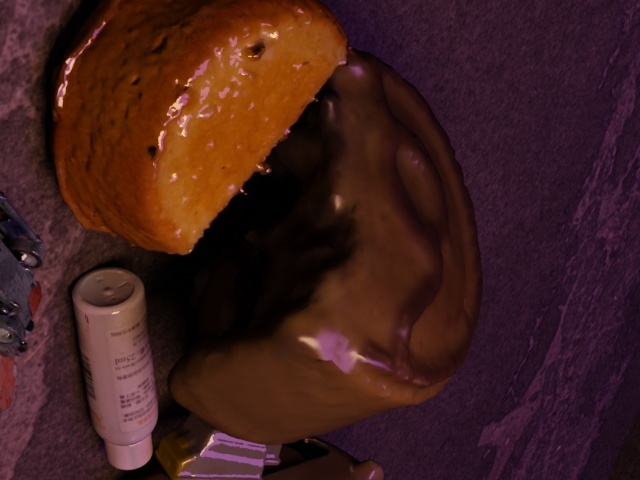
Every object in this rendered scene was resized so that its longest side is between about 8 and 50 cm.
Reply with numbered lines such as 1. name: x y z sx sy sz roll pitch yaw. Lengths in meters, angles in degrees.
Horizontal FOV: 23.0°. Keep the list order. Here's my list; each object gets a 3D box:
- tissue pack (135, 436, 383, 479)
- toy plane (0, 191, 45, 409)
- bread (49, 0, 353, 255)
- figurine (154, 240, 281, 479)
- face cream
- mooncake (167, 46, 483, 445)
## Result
1. tissue pack: -0.091 0.389 1.978 0.387 0.267 0.276 -8 120 -50
2. toy plane: -0.330 0.018 1.465 0.326 0.104 0.223 81 17 -54
3. bread: -0.140 -0.156 1.539 0.340 0.194 0.179 -51 149 -5
4. figurine: -0.087 0.133 1.863 0.342 0.167 0.284 -101 -154 -69
5. face cream: -0.228 0.154 1.776 0.082 0.082 0.269 -34 140 -34
6. mooncake: 0.000 0.000 1.674 0.393 0.246 0.394 -23 93 -53
